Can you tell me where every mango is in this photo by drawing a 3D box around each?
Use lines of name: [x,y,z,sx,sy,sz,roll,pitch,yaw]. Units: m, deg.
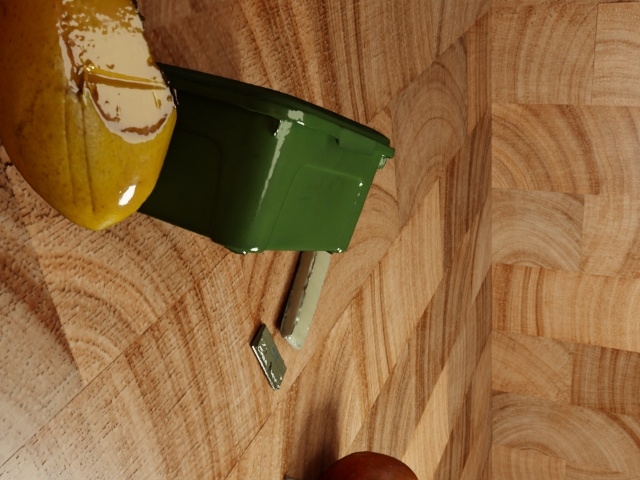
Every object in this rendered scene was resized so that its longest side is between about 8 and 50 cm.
mango: [-0.214,-0.132,0.620,0.154,0.126,0.252,-11,108,-23]

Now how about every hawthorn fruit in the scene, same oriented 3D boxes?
hawthorn fruit: [0.090,0.537,1.335,0.263,0.235,0.231,-13,107,-65]

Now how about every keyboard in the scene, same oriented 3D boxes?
keyboard: [-0.084,0.194,1.141,0.129,0.015,0.049,71,30,-43]

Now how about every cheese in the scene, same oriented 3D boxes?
cheese: [0.003,0.001,1.252,0.085,0.034,0.400,53,49,-56]

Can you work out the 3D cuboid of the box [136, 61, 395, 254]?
box: [-0.080,-0.086,0.819,0.329,0.253,0.177,-1,106,-64]
